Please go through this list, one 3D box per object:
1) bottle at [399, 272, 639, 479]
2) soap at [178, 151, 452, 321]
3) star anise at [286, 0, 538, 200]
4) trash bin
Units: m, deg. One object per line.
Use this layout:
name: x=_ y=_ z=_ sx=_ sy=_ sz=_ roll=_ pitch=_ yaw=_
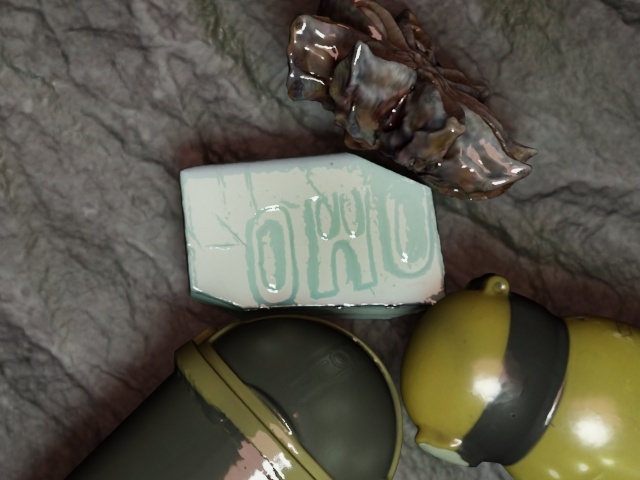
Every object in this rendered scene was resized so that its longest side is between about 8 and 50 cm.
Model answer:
bottle: x=0.232 y=0.150 z=1.644 sx=0.351 sy=0.171 sz=0.171 roll=21 pitch=84 yaw=-12
soap: x=0.000 y=0.000 z=1.692 sx=0.230 sy=0.091 sz=0.145 roll=-5 pitch=87 yaw=-5
star anise: x=0.064 y=-0.113 z=1.657 sx=0.236 sy=0.223 sz=0.109 roll=41 pitch=111 yaw=-1
trash bin: x=-0.083 y=0.199 z=1.612 sx=0.334 sy=0.214 sz=0.214 roll=-39 pitch=91 yaw=-2
